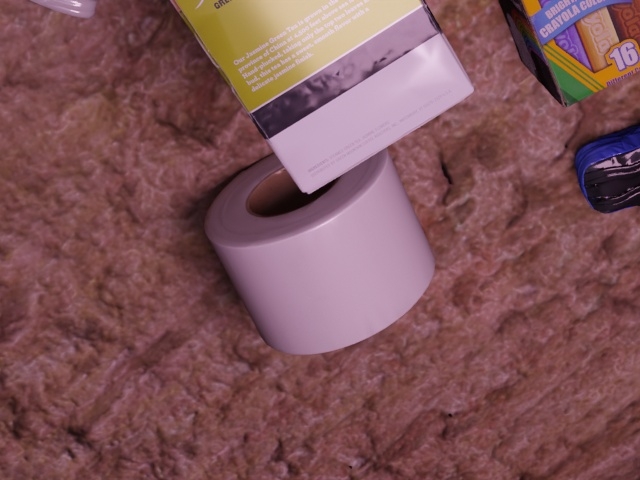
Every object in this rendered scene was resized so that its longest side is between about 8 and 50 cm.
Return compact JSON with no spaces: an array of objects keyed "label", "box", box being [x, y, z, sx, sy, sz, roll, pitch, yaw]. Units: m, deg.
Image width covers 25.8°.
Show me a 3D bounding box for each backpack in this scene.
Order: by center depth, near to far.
[{"label":"backpack","box":[0.395,-0.093,1.832,0.120,0.101,0.098,-21,116,5]}]

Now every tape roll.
[{"label":"tape roll","box":[0.000,0.000,1.726,0.246,0.246,0.169,-24,118,2]}]

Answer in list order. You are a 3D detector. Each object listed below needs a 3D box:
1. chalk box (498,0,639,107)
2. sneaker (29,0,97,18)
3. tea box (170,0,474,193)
[{"label":"chalk box","box":[0.292,-0.341,1.648,0.179,0.180,0.289,-25,119,3]},{"label":"sneaker","box":[-0.352,-0.328,1.606,0.212,0.080,0.094,14,101,-24]},{"label":"tea box","box":[-0.030,-0.285,1.533,0.220,0.329,0.323,-31,116,6]}]
